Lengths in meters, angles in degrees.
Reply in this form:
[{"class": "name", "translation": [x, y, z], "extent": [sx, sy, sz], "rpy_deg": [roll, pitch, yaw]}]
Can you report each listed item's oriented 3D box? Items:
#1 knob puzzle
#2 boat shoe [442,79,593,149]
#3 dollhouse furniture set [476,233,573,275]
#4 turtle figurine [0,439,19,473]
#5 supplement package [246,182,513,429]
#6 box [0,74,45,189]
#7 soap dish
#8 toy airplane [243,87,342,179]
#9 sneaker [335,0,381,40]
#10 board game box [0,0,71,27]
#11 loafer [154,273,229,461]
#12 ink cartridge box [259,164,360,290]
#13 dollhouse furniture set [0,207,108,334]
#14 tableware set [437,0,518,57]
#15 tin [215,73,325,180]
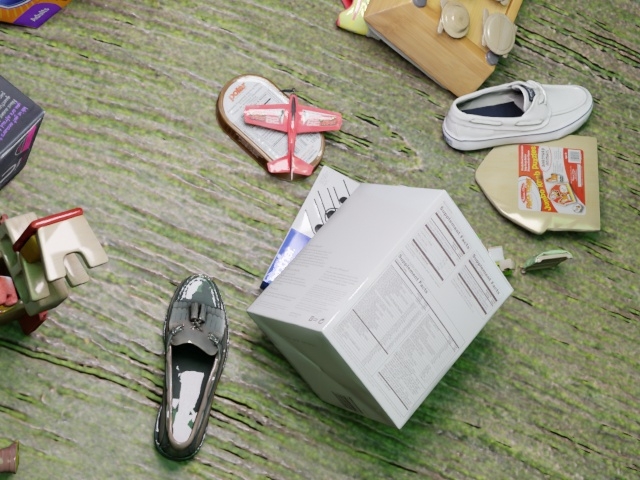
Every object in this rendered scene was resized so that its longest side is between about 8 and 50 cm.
[{"class": "knob puzzle", "translation": [0.338, -0.091, 1.842], "extent": [0.213, 0.030, 0.213], "rpy_deg": [1, 62, -2]}, {"class": "boat shoe", "translation": [0.318, -0.206, 1.836], "extent": [0.258, 0.084, 0.095], "rpy_deg": [-17, 59, -16]}, {"class": "dollhouse furniture set", "translation": [0.298, 0.017, 1.780], "extent": [0.151, 0.076, 0.059], "rpy_deg": [-7, 76, -13]}, {"class": "turtle figurine", "translation": [-0.507, 0.302, 1.525], "extent": [0.217, 0.087, 0.270], "rpy_deg": [3, 73, -11]}, {"class": "supplement package", "translation": [0.083, 0.083, 1.617], "extent": [0.263, 0.199, 0.198], "rpy_deg": [-48, 118, -20]}, {"class": "box", "translation": [-0.536, -0.181, 1.601], "extent": [0.270, 0.165, 0.143], "rpy_deg": [40, 56, -3]}, {"class": "soap dish", "translation": [0.214, -0.402, 1.827], "extent": [0.229, 0.118, 0.291], "rpy_deg": [34, 69, -27]}, {"class": "toy airplane", "translation": [-0.041, -0.158, 1.751], "extent": [0.151, 0.028, 0.151], "rpy_deg": [3, 74, -10]}, {"class": "sneaker", "translation": [0.064, -0.424, 1.862], "extent": [0.094, 0.081, 0.209], "rpy_deg": [4, 72, -5]}, {"class": "board game box", "translation": [-0.463, -0.549, 1.577], "extent": [0.356, 0.356, 0.356], "rpy_deg": [4, 70, -45]}, {"class": "loafer", "translation": [-0.176, 0.171, 1.633], "extent": [0.096, 0.084, 0.268], "rpy_deg": [8, 72, -9]}, {"class": "ink cartridge box", "translation": [0.000, 0.000, 1.740], "extent": [0.097, 0.046, 0.207], "rpy_deg": [28, 71, -1]}, {"class": "dollhouse furniture set", "translation": [-0.433, 0.040, 1.454], "extent": [0.201, 0.374, 0.152], "rpy_deg": [-21, 83, -32]}, {"class": "tableware set", "translation": [0.237, -0.358, 1.755], "extent": [0.168, 0.020, 0.141], "rpy_deg": [12, 82, -34]}, {"class": "tin", "translation": [-0.075, -0.174, 1.783], "extent": [0.189, 0.040, 0.106], "rpy_deg": [42, 66, 3]}]
